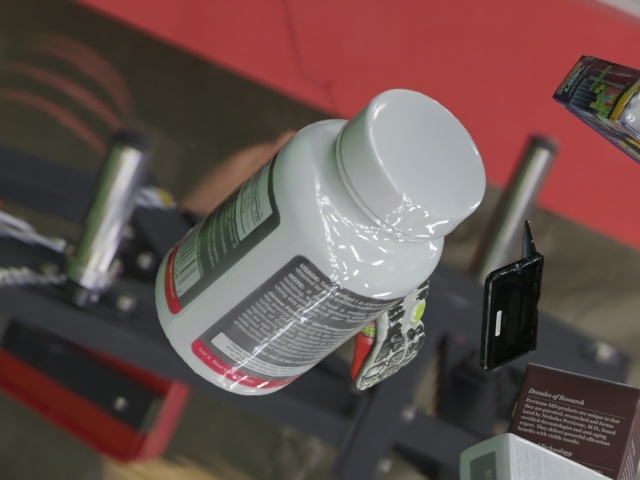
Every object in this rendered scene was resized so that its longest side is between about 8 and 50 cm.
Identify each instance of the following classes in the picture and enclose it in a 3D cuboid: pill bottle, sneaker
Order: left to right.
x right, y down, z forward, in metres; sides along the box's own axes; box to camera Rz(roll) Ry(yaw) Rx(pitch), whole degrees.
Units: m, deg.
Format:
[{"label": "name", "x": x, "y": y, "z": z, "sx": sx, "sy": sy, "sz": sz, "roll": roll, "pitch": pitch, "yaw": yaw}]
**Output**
[{"label": "pill bottle", "x": 0.000, "y": 0.000, "z": 1.544, "sx": 0.318, "sy": 0.176, "sz": 0.176, "roll": -40, "pitch": -168, "yaw": 42}, {"label": "sneaker", "x": 0.088, "y": 0.103, "z": 2.503, "sx": 0.107, "sy": 0.118, "sz": 0.279, "roll": -22, "pitch": 142, "yaw": -32}]

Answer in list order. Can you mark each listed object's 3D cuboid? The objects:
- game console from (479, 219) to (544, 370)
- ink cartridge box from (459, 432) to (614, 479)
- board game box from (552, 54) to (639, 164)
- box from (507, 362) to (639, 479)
[{"label": "game console", "x": 0.193, "y": 0.057, "z": 1.767, "sx": 0.107, "sy": 0.071, "sz": 0.122, "roll": -21, "pitch": 128, "yaw": -29}, {"label": "ink cartridge box", "x": 0.325, "y": 0.433, "z": 2.025, "sx": 0.091, "sy": 0.385, "sz": 0.308, "roll": -29, "pitch": -133, "yaw": 36}, {"label": "board game box", "x": 0.279, "y": -0.073, "z": 1.329, "sx": 0.048, "sy": 0.170, "sz": 0.141, "roll": -55, "pitch": -164, "yaw": 2}, {"label": "box", "x": 0.345, "y": 0.305, "z": 2.340, "sx": 0.168, "sy": 0.167, "sz": 0.203, "roll": 65, "pitch": 40, "yaw": -61}]
